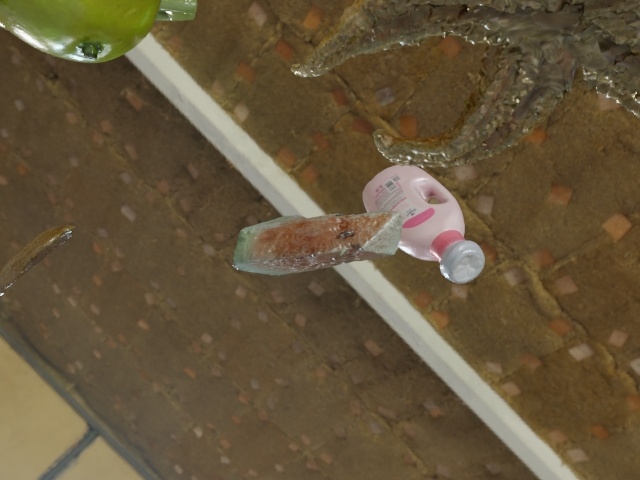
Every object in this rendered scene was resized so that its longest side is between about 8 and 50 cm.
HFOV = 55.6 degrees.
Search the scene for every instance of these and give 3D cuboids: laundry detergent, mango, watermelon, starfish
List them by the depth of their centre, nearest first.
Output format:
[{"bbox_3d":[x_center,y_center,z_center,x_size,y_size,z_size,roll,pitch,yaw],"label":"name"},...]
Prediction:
[{"bbox_3d":[0.133,-0.158,0.362,0.299,0.060,0.302,18,-46,10],"label":"starfish"},{"bbox_3d":[-0.249,-0.294,0.545,0.149,0.185,0.273,6,-47,32],"label":"mango"},{"bbox_3d":[0.000,0.000,0.862,0.241,0.154,0.094,-5,-92,27],"label":"watermelon"},{"bbox_3d":[0.205,-0.038,1.199,0.088,0.159,0.335,57,-1,-38],"label":"laundry detergent"}]

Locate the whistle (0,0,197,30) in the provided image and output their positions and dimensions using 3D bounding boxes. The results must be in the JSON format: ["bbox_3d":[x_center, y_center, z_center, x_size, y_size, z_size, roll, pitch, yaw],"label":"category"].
[{"bbox_3d":[-0.300,-0.302,0.751,0.131,0.288,0.106,180,-88,-72],"label":"whistle"}]

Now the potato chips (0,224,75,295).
[{"bbox_3d":[-0.592,0.029,1.248,0.201,0.150,0.049,-34,-72,15],"label":"potato chips"}]
